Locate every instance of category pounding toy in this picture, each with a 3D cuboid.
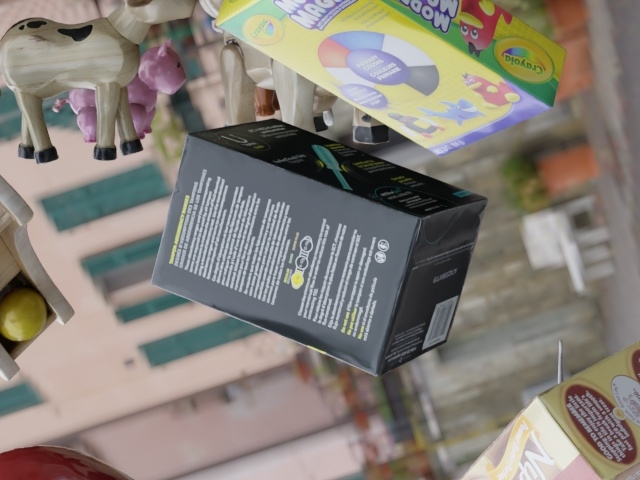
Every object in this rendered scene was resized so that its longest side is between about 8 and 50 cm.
[{"bbox_3d":[-0.248,-0.028,1.371,0.154,0.155,0.269,29,157,38],"label":"pounding toy"}]

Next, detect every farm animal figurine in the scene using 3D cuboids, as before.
[{"bbox_3d":[-0.068,-0.166,1.489,0.330,0.326,0.172,-17,-72,-46],"label":"farm animal figurine"}]

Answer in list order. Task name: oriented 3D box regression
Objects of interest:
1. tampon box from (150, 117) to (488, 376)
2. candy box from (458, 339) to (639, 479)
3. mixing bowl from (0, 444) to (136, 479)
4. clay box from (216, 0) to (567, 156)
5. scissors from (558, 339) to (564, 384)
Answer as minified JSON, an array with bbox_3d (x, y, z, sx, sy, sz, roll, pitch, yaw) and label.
[{"bbox_3d":[0.000,0.000,1.134,0.120,0.161,0.101,-16,-55,-63],"label":"tampon box"},{"bbox_3d":[0.254,0.148,1.474,0.087,0.316,0.183,53,138,19],"label":"candy box"},{"bbox_3d":[-0.166,0.187,1.072,0.098,0.181,0.181,54,168,46],"label":"mixing bowl"},{"bbox_3d":[0.034,-0.139,1.196,0.127,0.222,0.053,-22,46,55],"label":"clay box"},{"bbox_3d":[0.227,0.244,1.707,0.109,0.021,0.297,13,-101,-57],"label":"scissors"}]
